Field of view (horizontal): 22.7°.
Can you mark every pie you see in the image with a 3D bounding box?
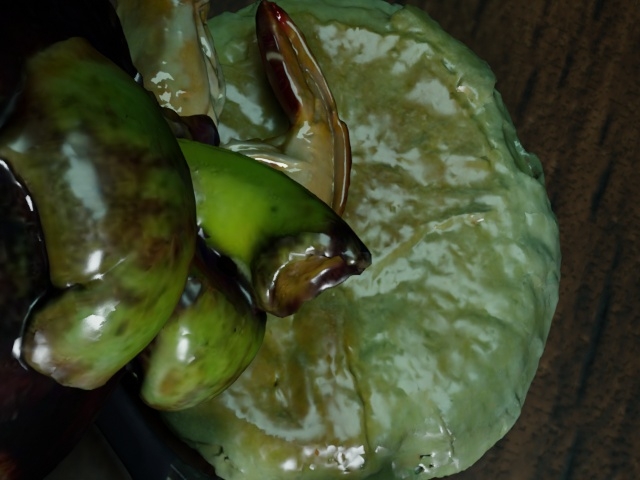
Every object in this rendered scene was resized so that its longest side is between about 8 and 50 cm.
[{"bbox_3d":[0.000,0.000,0.892,0.306,0.071,0.306,5,68,-12],"label":"pie"}]

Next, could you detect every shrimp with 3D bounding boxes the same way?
[{"bbox_3d":[-0.049,-0.079,0.845,0.133,0.053,0.236,-3,74,-11],"label":"shrimp"}]

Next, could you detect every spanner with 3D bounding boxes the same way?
[{"bbox_3d":[-0.119,0.063,0.829,0.024,0.087,0.316,-25,74,-39],"label":"spanner"}]

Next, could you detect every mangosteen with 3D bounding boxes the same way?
[{"bbox_3d":[-0.171,-0.027,0.678,0.359,0.306,0.306,-14,72,10],"label":"mangosteen"}]
